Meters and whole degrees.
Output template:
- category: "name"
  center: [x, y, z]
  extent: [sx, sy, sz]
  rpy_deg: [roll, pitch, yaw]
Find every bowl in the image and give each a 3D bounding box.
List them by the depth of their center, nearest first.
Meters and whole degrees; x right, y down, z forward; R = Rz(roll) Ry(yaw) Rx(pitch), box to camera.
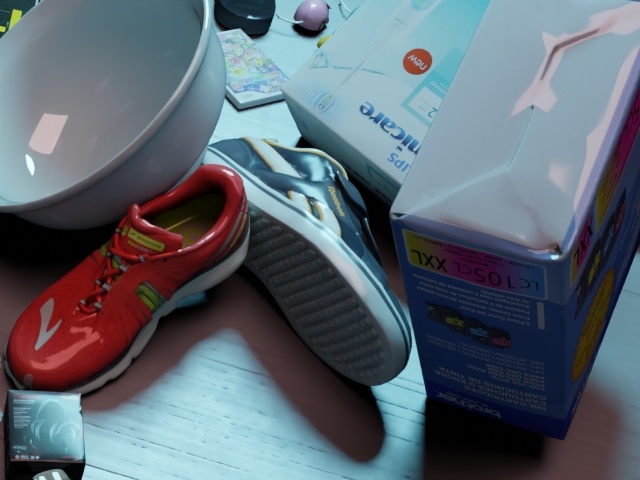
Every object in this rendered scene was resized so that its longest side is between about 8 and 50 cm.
- category: "bowl"
  center: [-0.198, -0.116, 1.388]
  extent: [0.134, 0.297, 0.298]
  rpy_deg: [48, 19, -42]

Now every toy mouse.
- category: "toy mouse"
  center: [0.027, -0.272, 1.786]
  extent: [0.161, 0.031, 0.143]
  rpy_deg: [19, 38, -7]

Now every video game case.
- category: "video game case"
  center: [-0.093, -0.199, 1.672]
  extent: [0.087, 0.011, 0.122]
  rpy_deg: [-18, 53, -38]

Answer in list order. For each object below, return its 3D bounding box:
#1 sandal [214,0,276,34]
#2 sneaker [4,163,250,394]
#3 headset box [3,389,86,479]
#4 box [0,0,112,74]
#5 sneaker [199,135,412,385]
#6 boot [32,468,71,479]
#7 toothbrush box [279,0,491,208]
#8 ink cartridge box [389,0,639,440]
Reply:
- category: "sandal"
  center: [-0.096, -0.351, 1.809]
  extent: [0.097, 0.054, 0.255]
  rpy_deg: [3, 43, -21]
- category: "sneaker"
  center: [-0.172, 0.023, 1.278]
  extent: [0.107, 0.118, 0.279]
  rpy_deg: [37, 60, 17]
- category: "headset box"
  center: [-0.227, 0.158, 1.191]
  extent: [0.062, 0.032, 0.083]
  rpy_deg: [6, 43, -18]
- category: "box"
  center: [-0.374, -0.265, 1.574]
  extent: [0.321, 0.079, 0.257]
  rpy_deg: [11, 42, -12]
- category: "sneaker"
  center: [0.000, 0.000, 1.397]
  extent: [0.127, 0.126, 0.321]
  rpy_deg: [-24, 55, -35]
- category: "boot"
  center: [-0.193, 0.217, 1.134]
  extent: [0.118, 0.042, 0.087]
  rpy_deg: [-4, 43, -28]
- category: "toothbrush box"
  center: [0.139, -0.178, 1.548]
  extent: [0.216, 0.126, 0.295]
  rpy_deg: [41, 82, 22]
- category: "ink cartridge box"
  center: [0.194, -0.006, 1.297]
  extent: [0.151, 0.395, 0.270]
  rpy_deg: [18, 64, 18]
